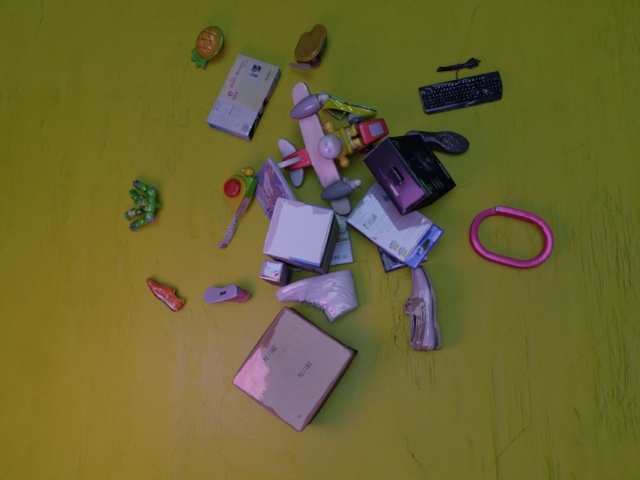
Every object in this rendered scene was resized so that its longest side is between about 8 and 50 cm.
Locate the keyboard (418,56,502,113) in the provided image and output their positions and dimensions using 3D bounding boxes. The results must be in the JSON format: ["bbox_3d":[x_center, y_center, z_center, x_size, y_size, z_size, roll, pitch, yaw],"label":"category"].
[{"bbox_3d":[0.546,-0.619,1.936,0.317,0.033,0.202,-11,77,2],"label":"keyboard"}]

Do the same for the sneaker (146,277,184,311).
[{"bbox_3d":[-0.589,0.198,1.868,0.175,0.064,0.067,39,64,7],"label":"sneaker"}]

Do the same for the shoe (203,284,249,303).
[{"bbox_3d":[-0.350,0.208,1.835,0.178,0.081,0.064,-13,62,32],"label":"shoe"}]

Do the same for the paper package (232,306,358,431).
[{"bbox_3d":[-0.086,0.435,1.707,0.309,0.168,0.325,33,84,12],"label":"paper package"}]

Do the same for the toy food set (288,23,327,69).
[{"bbox_3d":[-0.035,-0.772,2.012,0.128,0.071,0.218,16,77,33],"label":"toy food set"}]

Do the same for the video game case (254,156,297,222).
[{"bbox_3d":[-0.181,-0.180,1.853,0.023,0.183,0.201,-18,72,-41],"label":"video game case"}]

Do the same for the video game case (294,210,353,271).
[{"bbox_3d":[0.000,0.000,1.862,0.226,0.026,0.206,-9,78,5],"label":"video game case"}]

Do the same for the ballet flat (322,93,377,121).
[{"bbox_3d":[0.108,-0.510,1.942,0.231,0.077,0.077,22,102,12],"label":"ballet flat"}]

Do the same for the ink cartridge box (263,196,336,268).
[{"bbox_3d":[-0.057,-0.007,1.718,0.198,0.270,0.197,13,81,9],"label":"ink cartridge box"}]

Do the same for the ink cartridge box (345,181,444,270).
[{"bbox_3d":[0.266,-0.050,1.781,0.311,0.065,0.186,37,84,14],"label":"ink cartridge box"}]

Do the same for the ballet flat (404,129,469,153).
[{"bbox_3d":[0.442,-0.377,1.888,0.249,0.058,0.084,6,82,2],"label":"ballet flat"}]

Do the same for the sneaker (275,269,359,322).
[{"bbox_3d":[-0.008,0.220,1.771,0.292,0.108,0.169,-14,75,-1],"label":"sneaker"}]

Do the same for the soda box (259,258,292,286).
[{"bbox_3d":[-0.155,0.121,1.753,0.073,0.216,0.069,10,79,8],"label":"soda box"}]

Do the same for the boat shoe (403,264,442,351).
[{"bbox_3d":[0.349,0.239,1.733,0.103,0.113,0.302,-8,78,-2],"label":"boat shoe"}]

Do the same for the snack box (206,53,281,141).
[{"bbox_3d":[-0.308,-0.582,1.996,0.187,0.060,0.322,22,81,9],"label":"snack box"}]

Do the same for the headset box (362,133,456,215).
[{"bbox_3d":[0.313,-0.238,1.736,0.131,0.283,0.246,-40,77,36],"label":"headset box"}]

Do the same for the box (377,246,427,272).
[{"bbox_3d":[0.283,-0.013,1.827,0.159,0.044,0.233,-16,77,2],"label":"box"}]

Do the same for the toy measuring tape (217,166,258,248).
[{"bbox_3d":[-0.345,-0.137,1.891,0.121,0.121,0.330,27,95,10],"label":"toy measuring tape"}]

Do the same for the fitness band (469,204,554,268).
[{"bbox_3d":[0.690,-0.011,1.783,0.290,0.054,0.209,15,80,10],"label":"fitness band"}]

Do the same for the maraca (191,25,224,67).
[{"bbox_3d":[-0.471,-0.804,2.043,0.185,0.099,0.127,-42,67,22],"label":"maraca"}]

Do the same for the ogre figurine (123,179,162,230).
[{"bbox_3d":[-0.694,-0.141,1.929,0.118,0.097,0.197,-2,62,23],"label":"ogre figurine"}]

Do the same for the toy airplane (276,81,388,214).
[{"bbox_3d":[0.012,-0.336,1.802,0.386,0.272,0.384,25,99,-2],"label":"toy airplane"}]
